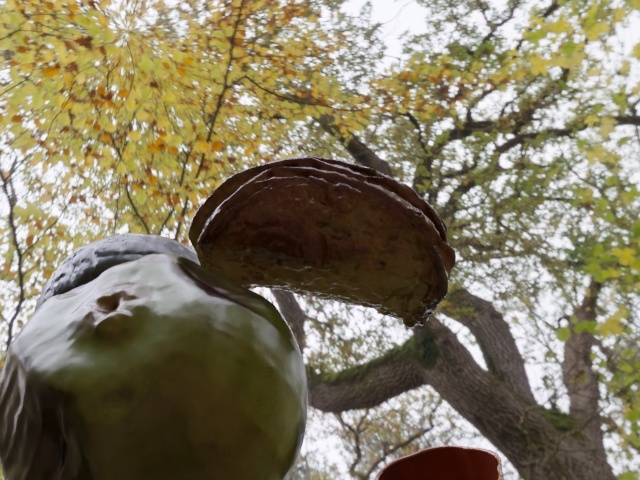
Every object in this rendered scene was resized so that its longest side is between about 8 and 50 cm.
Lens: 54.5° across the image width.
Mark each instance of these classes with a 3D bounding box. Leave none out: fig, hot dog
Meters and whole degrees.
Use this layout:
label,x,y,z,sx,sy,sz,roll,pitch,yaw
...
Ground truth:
label,x,y,z,sx,sy,sz,roll,pitch,yaw
fig,-0.120,0.148,0.507,0.239,0.239,0.271,-26,-52,-8
hot dog,0.003,-0.002,0.635,0.258,0.114,0.175,14,-32,-2

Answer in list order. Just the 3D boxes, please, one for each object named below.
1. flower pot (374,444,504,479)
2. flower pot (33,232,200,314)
label,x,y,z,sx,sy,sz,roll,pitch,yaw
flower pot,0.178,0.399,0.853,0.190,0.190,0.173,-16,-85,-12
flower pot,-0.256,0.151,0.852,0.301,0.213,0.302,-4,-66,-9
